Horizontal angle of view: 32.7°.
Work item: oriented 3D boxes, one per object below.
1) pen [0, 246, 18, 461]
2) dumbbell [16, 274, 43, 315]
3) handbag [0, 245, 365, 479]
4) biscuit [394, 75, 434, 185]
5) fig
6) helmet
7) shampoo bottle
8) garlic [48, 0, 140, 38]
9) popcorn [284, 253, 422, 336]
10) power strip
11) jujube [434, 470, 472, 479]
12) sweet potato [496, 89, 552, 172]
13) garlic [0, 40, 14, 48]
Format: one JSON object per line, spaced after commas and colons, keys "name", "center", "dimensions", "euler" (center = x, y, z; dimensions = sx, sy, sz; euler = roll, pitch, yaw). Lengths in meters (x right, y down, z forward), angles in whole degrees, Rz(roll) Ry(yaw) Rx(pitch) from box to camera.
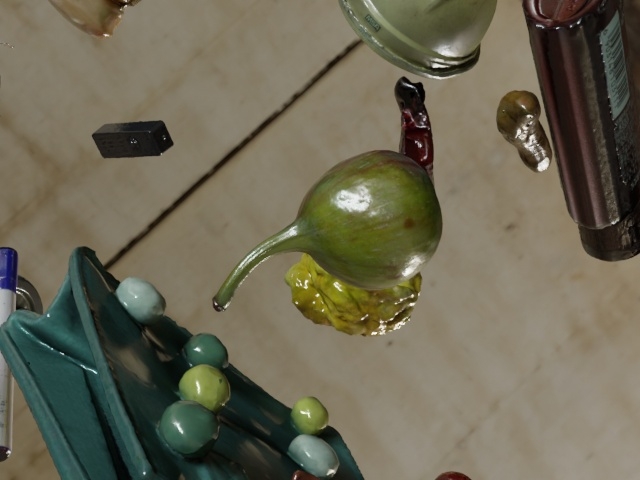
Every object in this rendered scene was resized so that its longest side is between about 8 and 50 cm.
{"name": "pen", "center": [-0.358, 0.122, 1.227], "dimensions": [0.033, 0.033, 0.269], "euler": [54, -160, -50]}
{"name": "dumbbell", "center": [-0.617, 0.101, 1.753], "dimensions": [0.406, 0.179, 0.179], "euler": [15, 158, 28]}
{"name": "handbag", "center": [-0.049, 0.135, 0.656], "dimensions": [0.269, 0.100, 0.274], "euler": [44, 179, -31]}
{"name": "biscuit", "center": [0.116, -0.087, 1.419], "dimensions": [0.063, 0.235, 0.151], "euler": [5, 150, 9]}
{"name": "fig", "center": [0.000, 0.000, 1.091], "dimensions": [0.149, 0.245, 0.149], "euler": [161, 90, -77]}
{"name": "helmet", "center": [0.146, -0.313, 1.310], "dimensions": [0.204, 0.137, 0.257], "euler": [48, -143, 3]}
{"name": "shampoo bottle", "center": [0.265, -0.114, 1.058], "dimensions": [0.084, 0.129, 0.323], "euler": [2, 139, 26]}
{"name": "garlic", "center": [-0.298, -0.409, 1.443], "dimensions": [0.228, 0.217, 0.110], "euler": [47, -175, -44]}
{"name": "popcorn", "center": [0.055, 0.055, 1.615], "dimensions": [0.197, 0.197, 0.155], "euler": [46, 140, 10]}
{"name": "power strip", "center": [-0.225, -0.120, 1.301], "dimensions": [0.111, 0.029, 0.038], "euler": [1, 125, 39]}
{"name": "jujube", "center": [0.146, 0.335, 1.282], "dimensions": [0.077, 0.129, 0.077], "euler": [14, 166, 4]}
{"name": "sweet potato", "center": [0.236, -0.129, 1.267], "dimensions": [0.182, 0.054, 0.053], "euler": [46, -141, -62]}
{"name": "garlic", "center": [-0.421, -0.195, 1.278], "dimensions": [0.124, 0.099, 0.174], "euler": [17, -161, -47]}
